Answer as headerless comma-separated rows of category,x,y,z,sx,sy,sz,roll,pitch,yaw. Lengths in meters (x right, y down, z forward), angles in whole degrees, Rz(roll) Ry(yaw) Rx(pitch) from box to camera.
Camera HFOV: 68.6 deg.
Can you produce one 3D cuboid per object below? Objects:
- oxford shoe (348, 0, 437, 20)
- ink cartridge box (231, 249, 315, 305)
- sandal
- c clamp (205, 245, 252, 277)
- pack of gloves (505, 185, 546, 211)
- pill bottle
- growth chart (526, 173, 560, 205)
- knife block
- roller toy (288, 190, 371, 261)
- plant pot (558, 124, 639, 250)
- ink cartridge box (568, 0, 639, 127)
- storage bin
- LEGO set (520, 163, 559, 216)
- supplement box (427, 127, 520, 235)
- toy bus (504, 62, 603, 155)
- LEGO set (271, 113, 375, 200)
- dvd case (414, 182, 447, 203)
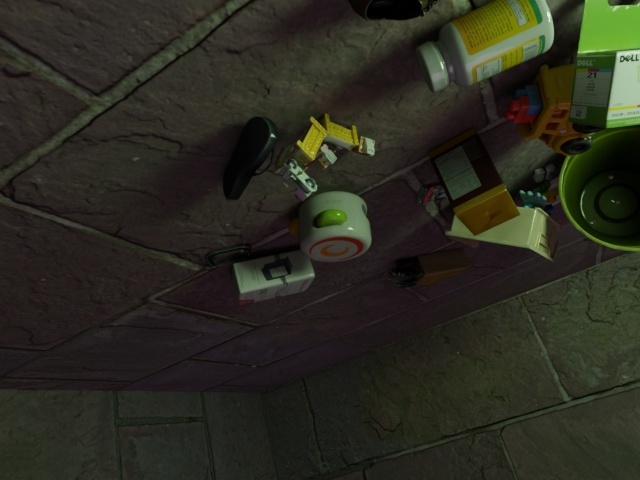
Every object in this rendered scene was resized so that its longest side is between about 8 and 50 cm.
oxford shoe,0.157,-0.379,0.710,0.227,0.096,0.083,-18,153,0
ink cartridge box,-0.155,0.119,1.493,0.237,0.100,0.172,-11,162,-17
sandal,-0.141,-0.169,0.967,0.054,0.097,0.254,1,160,-29
c clamp,-0.279,0.058,1.420,0.160,0.022,0.137,-15,150,1
pack of gloves,0.594,-0.104,1.464,0.195,0.046,0.232,13,167,26
pill bottle,0.282,-0.344,0.826,0.208,0.117,0.117,-23,154,12
growth chart,0.800,-0.163,1.614,0.172,0.021,0.237,-28,152,22
knife block,0.424,0.104,1.850,0.275,0.088,0.242,-28,153,24
roller toy,0.035,-0.039,1.263,0.191,0.146,0.209,14,148,-32
plant pot,0.913,-0.140,1.408,0.366,0.366,0.353,-27,165,21
ink cartridge box,0.578,-0.349,0.859,0.188,0.097,0.255,-10,112,-13
storage bin,0.582,-0.029,1.481,0.262,0.123,0.260,11,176,42
LEGO set,0.694,-0.134,1.506,0.093,0.087,0.227,-14,146,6
supplement box,0.395,-0.145,1.205,0.129,0.194,0.191,-28,152,22
toy bus,0.521,-0.291,1.068,0.211,0.149,0.220,-4,158,4
LEGO set,-0.005,-0.183,0.989,0.107,0.132,0.287,-27,-172,42
dvd case,0.346,-0.144,1.390,0.119,0.013,0.087,-10,154,-10
